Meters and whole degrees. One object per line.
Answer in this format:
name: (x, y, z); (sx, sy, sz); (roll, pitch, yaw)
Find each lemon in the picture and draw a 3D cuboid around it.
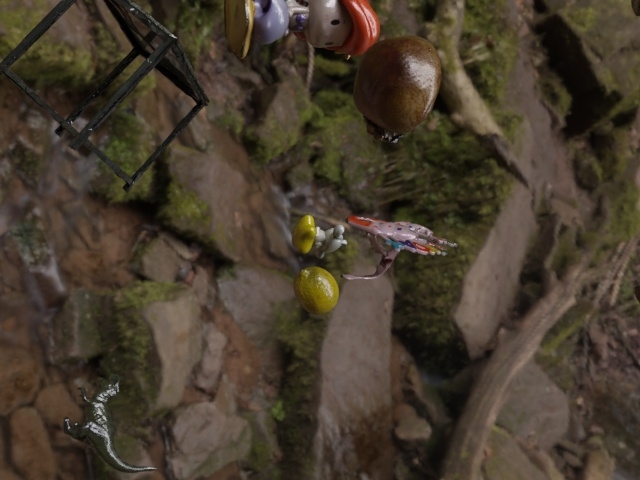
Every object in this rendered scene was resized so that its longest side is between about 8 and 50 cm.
lemon: (-0.009, 0.092, 1.477); (0.082, 0.082, 0.111); (-90, 159, -44)

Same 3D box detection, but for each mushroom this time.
mushroom: (0.189, -0.393, 2.050); (0.195, 0.263, 0.283); (-9, 116, -43)

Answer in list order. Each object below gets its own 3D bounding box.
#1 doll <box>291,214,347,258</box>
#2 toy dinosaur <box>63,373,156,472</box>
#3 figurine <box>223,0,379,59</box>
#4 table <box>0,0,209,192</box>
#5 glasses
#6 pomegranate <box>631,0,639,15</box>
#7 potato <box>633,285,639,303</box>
doll: (0.003, -0.003, 1.594); (0.113, 0.135, 0.072); (25, 58, -35)
toy dinosaur: (-0.397, 0.349, 1.525); (0.087, 0.178, 0.187); (94, 3, -69)
figurine: (-0.035, -0.423, 1.420); (0.208, 0.257, 0.181); (-136, -135, -59)
table: (-0.413, -0.296, 1.542); (0.222, 0.272, 0.335); (40, -6, 9)
glasses: (0.129, 0.017, 1.245); (0.255, 0.162, 0.095); (-13, 111, -70)
pomegranate: (0.433, -0.364, 0.899); (0.179, 0.179, 0.211); (10, 86, -69)
potato: (0.638, 0.114, 1.459); (0.096, 0.103, 0.067); (64, 23, -68)
